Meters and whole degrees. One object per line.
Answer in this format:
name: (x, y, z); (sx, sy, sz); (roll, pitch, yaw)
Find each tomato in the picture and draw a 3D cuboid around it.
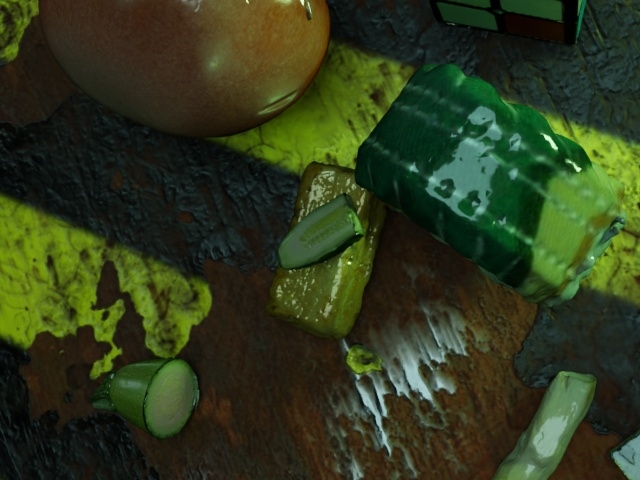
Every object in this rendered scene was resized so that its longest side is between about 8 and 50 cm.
tomato: (-0.149, -0.249, 1.181); (0.341, 0.341, 0.272); (35, 99, 14)

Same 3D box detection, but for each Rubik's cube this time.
Rubik's cube: (0.227, -0.341, 1.178); (0.183, 0.180, 0.167); (14, 87, 13)

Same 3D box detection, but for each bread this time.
bread: (0.010, 0.012, 1.245); (0.114, 0.083, 0.211); (18, 89, 20)

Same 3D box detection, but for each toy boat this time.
toy boat: (0.389, 0.271, 1.161); (0.063, 0.016, 0.115); (-37, 78, 7)

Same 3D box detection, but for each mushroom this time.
mushroom: (0.256, 0.237, 1.181); (0.059, 0.054, 0.202); (33, 88, 16)

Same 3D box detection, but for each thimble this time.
thimble: (0.187, -0.058, 1.120); (0.288, 0.254, 0.167); (34, 93, 0)

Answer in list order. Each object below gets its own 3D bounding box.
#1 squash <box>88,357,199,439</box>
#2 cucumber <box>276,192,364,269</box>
squash: (-0.236, 0.189, 1.296); (0.132, 0.105, 0.105); (8, 86, 33)
cucumber: (0.000, 0.000, 1.189); (0.107, 0.035, 0.067); (-31, 55, 17)
